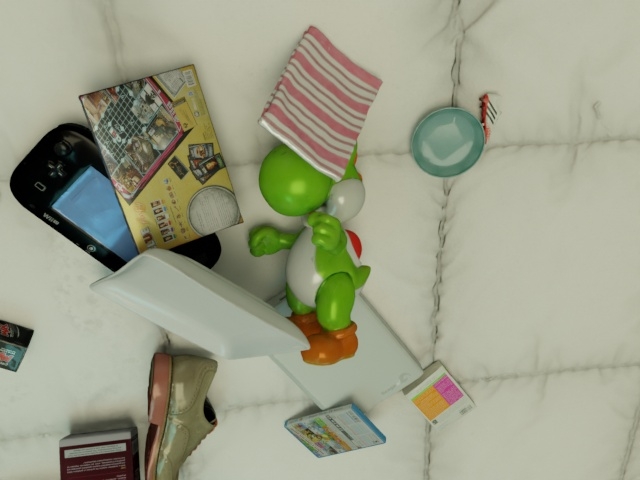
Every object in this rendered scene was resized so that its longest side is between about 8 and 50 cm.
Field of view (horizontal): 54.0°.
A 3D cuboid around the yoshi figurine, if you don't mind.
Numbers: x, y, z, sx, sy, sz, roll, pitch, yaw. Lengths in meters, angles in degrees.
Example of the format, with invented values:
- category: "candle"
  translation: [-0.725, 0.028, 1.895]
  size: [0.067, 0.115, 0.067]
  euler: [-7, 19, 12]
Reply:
- category: "yoshi figurine"
  translation: [-0.027, 0.000, 0.964]
  size: [0.204, 0.203, 0.362]
  euler: [4, 99, 8]

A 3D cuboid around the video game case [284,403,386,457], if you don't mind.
- category: "video game case"
  translation: [0.028, 0.375, 1.230]
  size: [0.166, 0.015, 0.119]
  euler: [-24, 121, 29]

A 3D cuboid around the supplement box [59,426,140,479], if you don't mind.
- category: "supplement box"
  translation: [-0.396, 0.473, 1.145]
  size: [0.130, 0.073, 0.239]
  euler: [-4, 81, -7]

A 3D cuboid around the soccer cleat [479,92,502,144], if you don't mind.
- category: "soccer cleat"
  translation: [0.275, -0.196, 1.015]
  size: [0.036, 0.029, 0.083]
  euler: [-6, 113, -2]

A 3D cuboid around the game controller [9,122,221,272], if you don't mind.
- category: "game controller"
  translation: [-0.312, -0.034, 0.977]
  size: [0.166, 0.067, 0.319]
  euler: [-43, 114, 12]

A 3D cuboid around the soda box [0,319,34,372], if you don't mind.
- category: "soda box"
  translation: [-0.572, 0.157, 1.036]
  size: [0.169, 0.053, 0.060]
  euler: [22, 111, -19]

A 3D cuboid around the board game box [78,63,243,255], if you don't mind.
- category: "board game box"
  translation: [-0.227, -0.114, 0.917]
  size: [0.165, 0.042, 0.243]
  euler: [-21, 108, -18]

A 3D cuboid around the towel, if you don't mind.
- category: "towel"
  translation: [0.005, -0.198, 0.897]
  size: [0.144, 0.197, 0.029]
  euler: [33, 150, -20]

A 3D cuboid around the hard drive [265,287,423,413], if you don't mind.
- category: "hard drive"
  translation: [0.028, 0.198, 1.165]
  size: [0.203, 0.040, 0.307]
  euler: [-35, 116, 9]

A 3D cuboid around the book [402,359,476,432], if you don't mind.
- category: "book"
  translation: [0.239, 0.316, 1.263]
  size: [0.096, 0.035, 0.144]
  euler: [-37, 117, 6]

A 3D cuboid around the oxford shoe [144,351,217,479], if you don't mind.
- category: "oxford shoe"
  translation: [-0.255, 0.365, 1.157]
  size: [0.130, 0.123, 0.348]
  euler: [2, 117, -17]

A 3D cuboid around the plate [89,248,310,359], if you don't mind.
- category: "plate"
  translation: [-0.187, 0.100, 0.961]
  size: [0.277, 0.045, 0.278]
  euler: [33, 151, -24]

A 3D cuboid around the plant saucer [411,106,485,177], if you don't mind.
- category: "plant saucer"
  translation: [0.205, -0.160, 1.019]
  size: [0.119, 0.021, 0.119]
  euler: [0, 118, 0]
